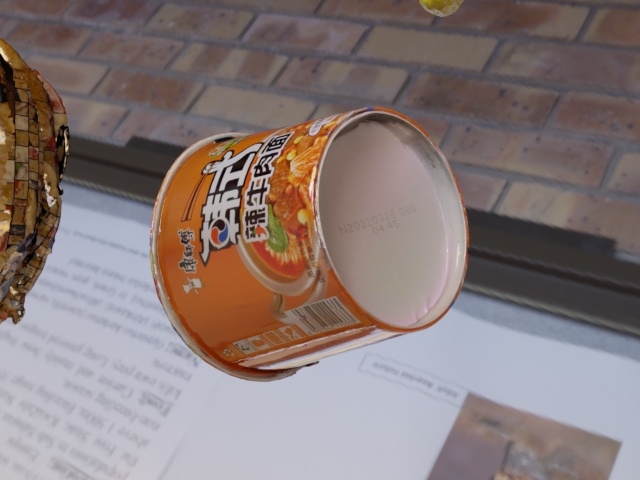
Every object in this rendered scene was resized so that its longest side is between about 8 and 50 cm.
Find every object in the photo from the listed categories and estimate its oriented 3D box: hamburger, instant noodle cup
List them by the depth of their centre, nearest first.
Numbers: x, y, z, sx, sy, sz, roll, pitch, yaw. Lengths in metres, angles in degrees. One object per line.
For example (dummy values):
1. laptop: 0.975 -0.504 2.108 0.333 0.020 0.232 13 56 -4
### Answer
1. hamburger: -0.260 -0.034 0.517 0.231 0.231 0.107 28 175 8
2. instant noodle cup: 0.000 0.000 0.795 0.192 0.250 0.250 -13 130 45

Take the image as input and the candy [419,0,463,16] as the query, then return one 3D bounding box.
1. candy: 0.139 -0.351 0.980 0.094 0.198 0.106 5 180 32
